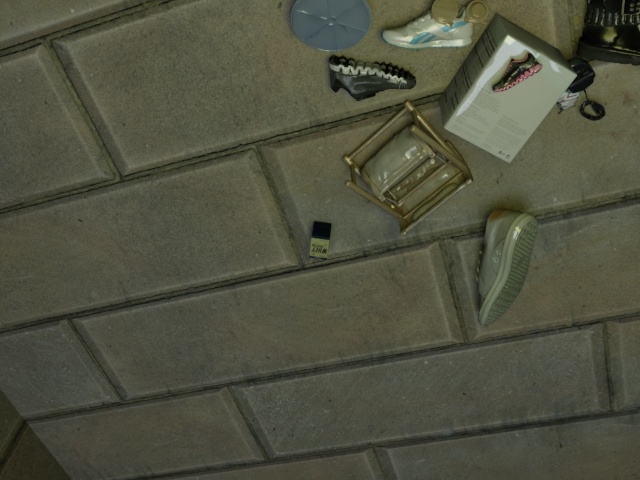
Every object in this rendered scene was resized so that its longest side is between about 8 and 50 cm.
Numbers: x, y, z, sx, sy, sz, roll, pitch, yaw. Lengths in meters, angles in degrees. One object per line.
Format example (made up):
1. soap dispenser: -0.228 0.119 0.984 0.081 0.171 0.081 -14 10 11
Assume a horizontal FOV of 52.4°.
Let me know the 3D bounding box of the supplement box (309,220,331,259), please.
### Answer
1. supplement box: 0.000 0.000 1.986 0.056 0.083 0.083 8 125 1

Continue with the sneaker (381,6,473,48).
1. sneaker: 0.264 -0.529 1.620 0.228 0.087 0.092 -4 116 0

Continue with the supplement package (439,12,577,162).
1. supplement package: 0.455 -0.380 1.625 0.199 0.198 0.263 26 122 -11

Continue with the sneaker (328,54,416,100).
1. sneaker: 0.131 -0.414 1.709 0.234 0.078 0.106 11 127 3

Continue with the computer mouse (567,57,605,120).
1. computer mouse: 0.676 -0.388 1.669 0.071 0.041 0.242 -28 138 21

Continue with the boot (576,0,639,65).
1. boot: 0.782 -0.541 1.501 0.347 0.131 0.260 10 125 15

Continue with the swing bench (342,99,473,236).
1. swing bench: 0.238 -0.193 1.795 0.254 0.165 0.253 38 118 -25

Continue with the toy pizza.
1. toy pizza: 0.027 -0.557 1.623 0.201 0.032 0.201 0 147 0

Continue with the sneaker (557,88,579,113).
1. sneaker: 0.628 -0.366 1.715 0.098 0.038 0.069 3 123 4

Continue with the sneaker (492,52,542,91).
1. sneaker: 0.441 -0.384 1.486 0.119 0.047 0.057 -30 93 21

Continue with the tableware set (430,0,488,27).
1. tableware set: 0.341 -0.594 1.563 0.141 0.020 0.169 6 93 -1

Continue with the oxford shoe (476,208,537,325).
1. oxford shoe: 0.540 0.079 1.973 0.130 0.169 0.449 36 142 34
